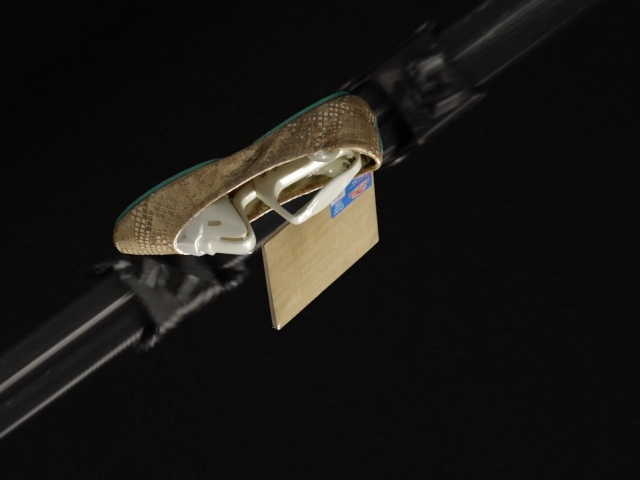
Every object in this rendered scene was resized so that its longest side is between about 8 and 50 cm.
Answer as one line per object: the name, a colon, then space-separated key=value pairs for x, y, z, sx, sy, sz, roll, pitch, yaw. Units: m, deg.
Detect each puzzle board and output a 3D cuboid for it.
puzzle board: x=0.000 y=0.000 z=1.225 sx=0.011 sy=0.096 sz=0.128 roll=28 pitch=-127 yaw=31

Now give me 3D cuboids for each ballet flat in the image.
ballet flat: x=-0.047 y=-0.032 z=1.081 sx=0.206 sy=0.073 sz=0.067 roll=-31 pitch=-116 yaw=-1
